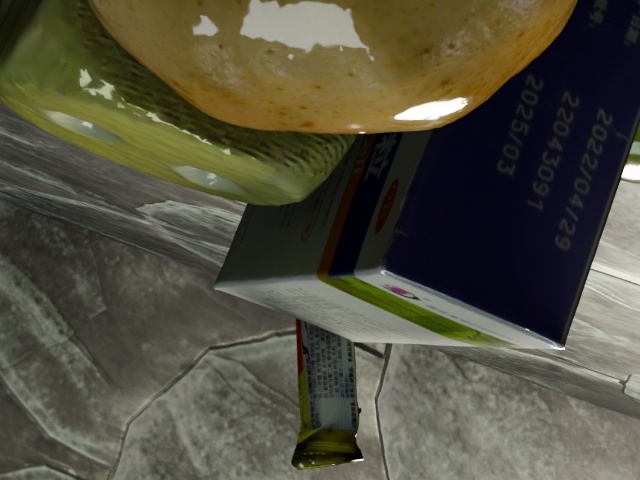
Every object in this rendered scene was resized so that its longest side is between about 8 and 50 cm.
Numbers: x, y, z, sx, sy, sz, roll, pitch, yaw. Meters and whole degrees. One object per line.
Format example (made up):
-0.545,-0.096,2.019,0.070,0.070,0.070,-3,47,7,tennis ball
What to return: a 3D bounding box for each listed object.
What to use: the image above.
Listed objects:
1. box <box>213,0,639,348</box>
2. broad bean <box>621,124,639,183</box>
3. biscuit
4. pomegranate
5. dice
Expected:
0.056,-0.051,0.948,0.106,0.200,0.299,23,171,-15,box
0.242,-0.051,1.015,0.325,0.067,0.075,14,-159,24,broad bean
0.000,0.000,1.110,0.048,0.292,0.026,5,163,-23,biscuit
0.004,-0.135,0.631,0.207,0.207,0.207,19,171,3,pomegranate
-0.065,-0.121,0.896,0.169,0.166,0.169,23,170,-20,dice
